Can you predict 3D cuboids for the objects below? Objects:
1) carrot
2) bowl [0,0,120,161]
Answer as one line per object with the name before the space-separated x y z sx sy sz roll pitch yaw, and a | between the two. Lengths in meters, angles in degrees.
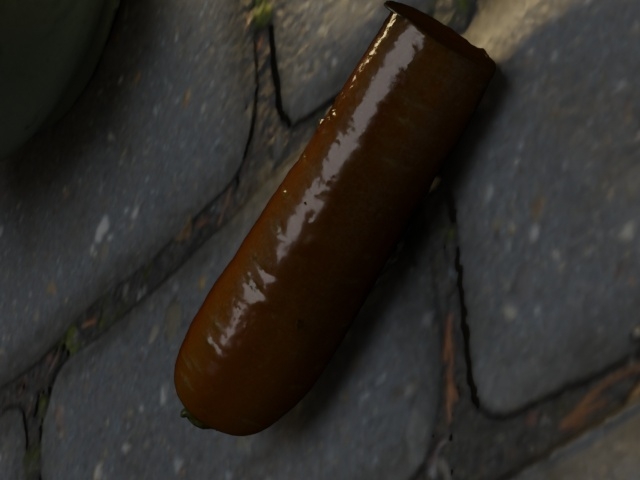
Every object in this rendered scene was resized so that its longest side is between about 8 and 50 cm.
carrot | 0.000 0.000 0.881 0.225 0.067 0.067 -59 34 19
bowl | -0.232 -0.168 1.228 0.307 0.163 0.307 -32 50 48
